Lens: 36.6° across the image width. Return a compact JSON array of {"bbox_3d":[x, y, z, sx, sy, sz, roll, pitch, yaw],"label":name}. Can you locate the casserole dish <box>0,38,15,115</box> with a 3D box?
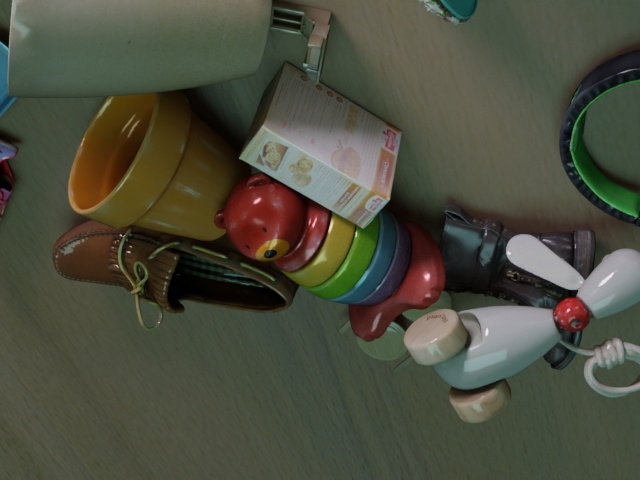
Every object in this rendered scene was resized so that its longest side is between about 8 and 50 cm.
[{"bbox_3d":[-0.474,-0.223,1.329,0.114,0.037,0.188,38,130,-22],"label":"casserole dish"}]

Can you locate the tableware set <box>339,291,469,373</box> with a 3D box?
[{"bbox_3d":[0.130,0.116,1.509,0.128,0.039,0.194,37,127,-9],"label":"tableware set"}]

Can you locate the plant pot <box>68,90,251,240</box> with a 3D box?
[{"bbox_3d":[-0.202,-0.092,1.295,0.188,0.205,0.205,28,134,-34],"label":"plant pot"}]

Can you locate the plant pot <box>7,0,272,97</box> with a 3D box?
[{"bbox_3d":[-0.201,-0.274,1.106,0.273,0.257,0.256,6,136,-15],"label":"plant pot"}]

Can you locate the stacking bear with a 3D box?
[{"bbox_3d":[0.000,0.000,1.295,0.289,0.164,0.175,24,136,-33],"label":"stacking bear"}]

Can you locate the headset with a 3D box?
[{"bbox_3d":[0.478,-0.087,1.141,0.394,0.185,0.243,11,135,18],"label":"headset"}]

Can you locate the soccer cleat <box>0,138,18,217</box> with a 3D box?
[{"bbox_3d":[-0.509,-0.059,1.465,0.095,0.083,0.248,13,131,-6],"label":"soccer cleat"}]

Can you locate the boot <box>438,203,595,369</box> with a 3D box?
[{"bbox_3d":[0.269,0.067,1.406,0.228,0.091,0.263,5,123,8],"label":"boot"}]

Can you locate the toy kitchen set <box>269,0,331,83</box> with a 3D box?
[{"bbox_3d":[-0.031,-0.237,1.183,0.075,0.083,0.068,12,133,1],"label":"toy kitchen set"}]

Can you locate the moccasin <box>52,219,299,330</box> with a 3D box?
[{"bbox_3d":[-0.220,0.048,1.448,0.379,0.147,0.139,10,134,4],"label":"moccasin"}]

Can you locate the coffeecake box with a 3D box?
[{"bbox_3d":[0.005,-0.123,1.242,0.185,0.142,0.068,29,132,-14],"label":"coffeecake box"}]

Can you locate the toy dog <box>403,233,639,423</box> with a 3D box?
[{"bbox_3d":[0.274,0.107,1.314,0.333,0.161,0.220,-11,115,0],"label":"toy dog"}]

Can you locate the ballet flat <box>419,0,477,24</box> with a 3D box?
[{"bbox_3d":[0.094,-0.344,1.074,0.077,0.091,0.241,5,138,52],"label":"ballet flat"}]
